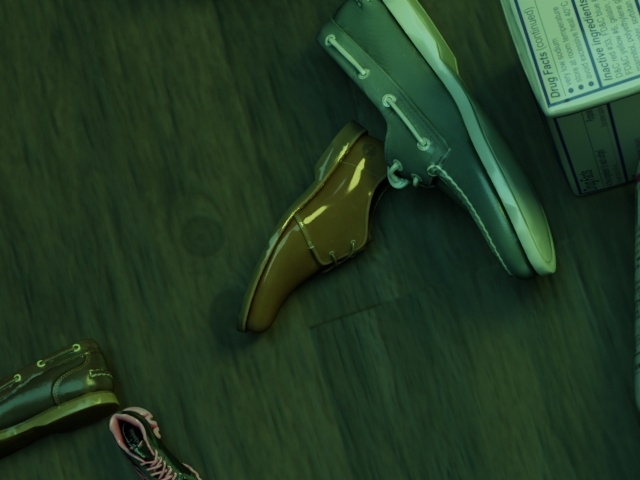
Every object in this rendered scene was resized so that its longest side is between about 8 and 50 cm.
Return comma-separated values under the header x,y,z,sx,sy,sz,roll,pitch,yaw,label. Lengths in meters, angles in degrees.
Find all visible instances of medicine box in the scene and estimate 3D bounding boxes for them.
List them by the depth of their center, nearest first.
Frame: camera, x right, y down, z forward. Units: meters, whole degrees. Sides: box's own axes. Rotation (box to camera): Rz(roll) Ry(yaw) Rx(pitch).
x,y,z,sx,sy,sz,roll,pitch,yaw,label
0.307,-0.172,1.614,0.289,0.263,0.149,-18,74,8,medicine box

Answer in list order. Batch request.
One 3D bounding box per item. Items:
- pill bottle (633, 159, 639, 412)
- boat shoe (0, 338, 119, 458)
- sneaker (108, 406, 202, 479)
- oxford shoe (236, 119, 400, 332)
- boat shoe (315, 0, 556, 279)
x,y,z,sx,sy,sz,roll,pitch,yaw,label
0.334,0.070,1.609,0.160,0.160,0.283,0,78,12,pill bottle
-0.282,0.152,1.776,0.207,0.073,0.073,-21,72,0,boat shoe
-0.147,0.194,1.742,0.047,0.057,0.119,-41,74,-1,sneaker
0.000,0.000,1.746,0.076,0.076,0.212,33,86,8,oxford shoe
0.099,-0.087,1.727,0.099,0.116,0.319,-33,69,12,boat shoe
